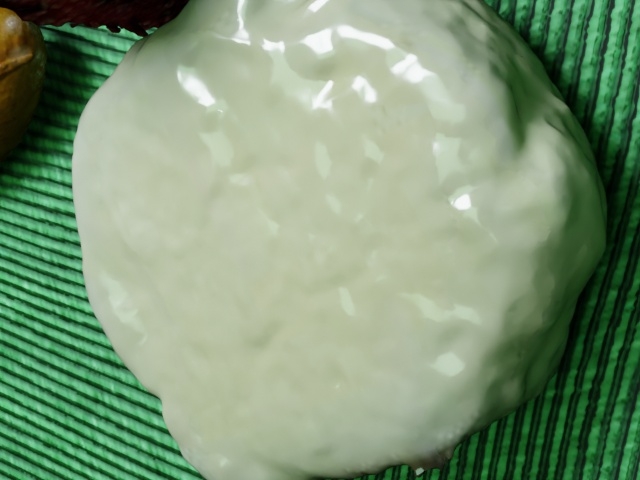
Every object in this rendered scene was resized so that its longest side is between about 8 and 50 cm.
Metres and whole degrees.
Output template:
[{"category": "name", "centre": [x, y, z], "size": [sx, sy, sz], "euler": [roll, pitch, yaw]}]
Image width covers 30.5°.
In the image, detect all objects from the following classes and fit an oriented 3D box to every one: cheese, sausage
[{"category": "cheese", "centre": [0.000, 0.000, 0.675], "size": [0.317, 0.115, 0.327], "euler": [19, 114, 25]}, {"category": "sausage", "centre": [-0.291, -0.077, 0.868], "size": [0.302, 0.102, 0.076], "euler": [-29, 43, 34]}]

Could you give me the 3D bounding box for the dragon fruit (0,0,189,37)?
[{"category": "dragon fruit", "centre": [-0.106, -0.193, 0.636], "size": [0.302, 0.330, 0.240], "euler": [1, 120, 31]}]
